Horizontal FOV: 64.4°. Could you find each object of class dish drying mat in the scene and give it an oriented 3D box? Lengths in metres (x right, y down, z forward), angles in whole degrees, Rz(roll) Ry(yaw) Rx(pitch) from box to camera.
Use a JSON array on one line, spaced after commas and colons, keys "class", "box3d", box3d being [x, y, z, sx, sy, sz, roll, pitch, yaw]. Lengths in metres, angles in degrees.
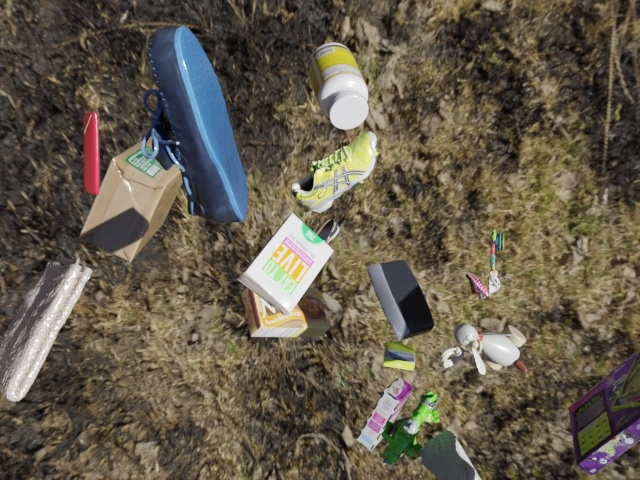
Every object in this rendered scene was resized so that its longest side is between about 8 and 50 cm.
[{"class": "dish drying mat", "box3d": [-0.240, -0.091, 0.532, 0.008, 0.032, 0.083, -5, 103, -45]}]

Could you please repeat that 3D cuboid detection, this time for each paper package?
[{"class": "paper package", "box3d": [-0.564, -0.142, 1.595, 0.168, 0.325, 0.310, 28, 113, -9]}]

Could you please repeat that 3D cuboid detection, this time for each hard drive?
[{"class": "hard drive", "box3d": [0.261, 0.181, 1.625, 0.171, 0.054, 0.255, -5, 64, -40]}]

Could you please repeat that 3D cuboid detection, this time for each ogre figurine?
[{"class": "ogre figurine", "box3d": [0.196, 0.439, 1.158, 0.097, 0.118, 0.197, 53, 125, 11]}]

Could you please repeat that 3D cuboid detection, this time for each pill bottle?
[{"class": "pill bottle", "box3d": [0.069, -0.569, 1.886, 0.187, 0.188, 0.334, -10, 50, -5]}]

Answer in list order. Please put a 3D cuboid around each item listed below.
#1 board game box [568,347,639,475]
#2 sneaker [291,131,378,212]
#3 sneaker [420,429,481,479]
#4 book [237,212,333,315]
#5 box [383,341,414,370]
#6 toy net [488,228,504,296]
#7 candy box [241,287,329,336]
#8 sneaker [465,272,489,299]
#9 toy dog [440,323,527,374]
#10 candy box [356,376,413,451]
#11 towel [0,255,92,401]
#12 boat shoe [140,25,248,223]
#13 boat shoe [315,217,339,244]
[{"class": "board game box", "box3d": [0.698, 0.347, 1.134, 0.056, 0.208, 0.347, 33, 119, 2]}, {"class": "sneaker", "box3d": [0.052, -0.246, 1.830, 0.384, 0.147, 0.145, -44, 46, 26]}, {"class": "sneaker", "box3d": [0.273, 0.471, 1.024, 0.090, 0.235, 0.095, -38, 96, 4]}, {"class": "book", "box3d": [-0.052, 0.037, 0.820, 0.096, 0.035, 0.144, 41, 54, -8]}, {"class": "box", "box3d": [0.283, 0.418, 1.833, 0.108, 0.178, 0.043, 7, 98, 8]}, {"class": "toy net", "box3d": [0.616, 0.081, 1.780, 0.045, 0.122, 0.232, 3, 82, 17]}, {"class": "candy box", "box3d": [-0.131, 0.269, 1.940, 0.316, 0.087, 0.183, 8, 50, -37]}, {"class": "sneaker", "box3d": [0.602, 0.182, 1.984, 0.119, 0.047, 0.057, 52, 122, 20]}, {"class": "toy dog", "box3d": [0.597, 0.384, 1.747, 0.333, 0.161, 0.220, -1, 122, -29]}, {"class": "candy box", "box3d": [0.235, 0.627, 1.846, 0.071, 0.159, 0.234, 32, 107, 23]}, {"class": "towel", "box3d": [-0.561, 0.162, 1.007, 0.049, 0.187, 0.282, 35, 68, -37]}, {"class": "boat shoe", "box3d": [-0.145, -0.099, 0.554, 0.088, 0.258, 0.109, -2, 47, 5]}, {"class": "boat shoe", "box3d": [0.000, 0.000, 1.220, 0.046, 0.038, 0.125, 31, 72, 31]}]
